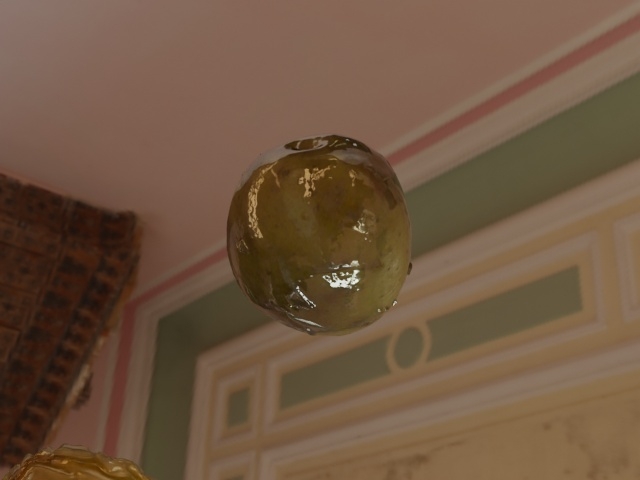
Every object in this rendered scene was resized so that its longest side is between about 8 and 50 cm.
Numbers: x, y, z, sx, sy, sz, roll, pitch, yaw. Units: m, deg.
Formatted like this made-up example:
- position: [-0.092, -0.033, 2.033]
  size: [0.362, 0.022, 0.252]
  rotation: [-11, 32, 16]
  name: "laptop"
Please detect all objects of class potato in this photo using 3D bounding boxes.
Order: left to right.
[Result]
- position: [0.000, 0.000, 0.703]
  size: [0.137, 0.176, 0.137]
  rotation: [-3, -116, 7]
  name: "potato"

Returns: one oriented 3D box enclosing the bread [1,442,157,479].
- position: [-0.199, 0.265, 0.663]
  size: [0.250, 0.179, 0.133]
  rotation: [-60, 174, -27]
  name: "bread"
